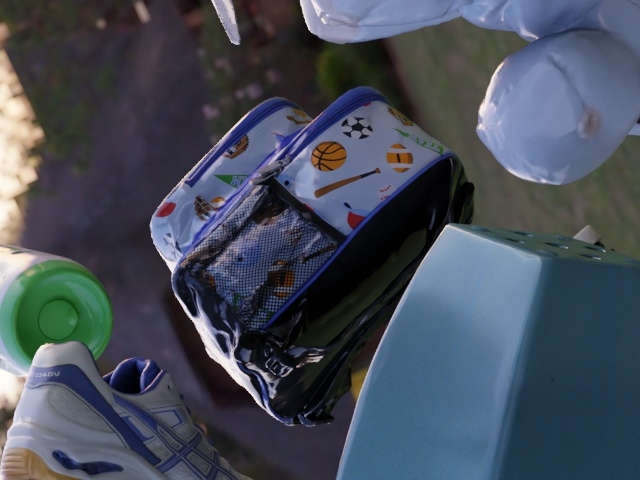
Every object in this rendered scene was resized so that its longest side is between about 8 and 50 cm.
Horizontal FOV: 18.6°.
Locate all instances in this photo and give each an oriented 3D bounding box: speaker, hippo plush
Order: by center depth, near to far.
[{"bbox_3d":[0.139,-0.157,1.356,0.234,0.294,0.236,-24,101,50],"label":"hippo plush"},{"bbox_3d":[-0.318,0.072,2.069,0.296,0.131,0.131,8,125,64],"label":"speaker"}]

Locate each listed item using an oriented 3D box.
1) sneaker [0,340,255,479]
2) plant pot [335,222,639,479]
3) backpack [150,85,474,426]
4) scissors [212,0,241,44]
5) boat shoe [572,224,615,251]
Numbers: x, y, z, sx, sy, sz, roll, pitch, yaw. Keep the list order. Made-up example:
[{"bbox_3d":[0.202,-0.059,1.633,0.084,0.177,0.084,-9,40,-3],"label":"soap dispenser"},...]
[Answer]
[{"bbox_3d":[-0.128,0.166,1.594,0.296,0.112,0.131,29,-115,-50],"label":"sneaker"},{"bbox_3d":[0.127,0.116,1.236,0.165,0.165,0.234,23,105,55],"label":"plant pot"},{"bbox_3d":[0.000,0.000,1.666,0.213,0.263,0.276,48,172,15],"label":"backpack"},{"bbox_3d":[-0.089,-0.242,1.625,0.021,0.109,0.297,47,178,-31],"label":"scissors"},{"bbox_3d":[0.206,0.143,2.043,0.113,0.340,0.127,43,-168,9],"label":"boat shoe"}]
